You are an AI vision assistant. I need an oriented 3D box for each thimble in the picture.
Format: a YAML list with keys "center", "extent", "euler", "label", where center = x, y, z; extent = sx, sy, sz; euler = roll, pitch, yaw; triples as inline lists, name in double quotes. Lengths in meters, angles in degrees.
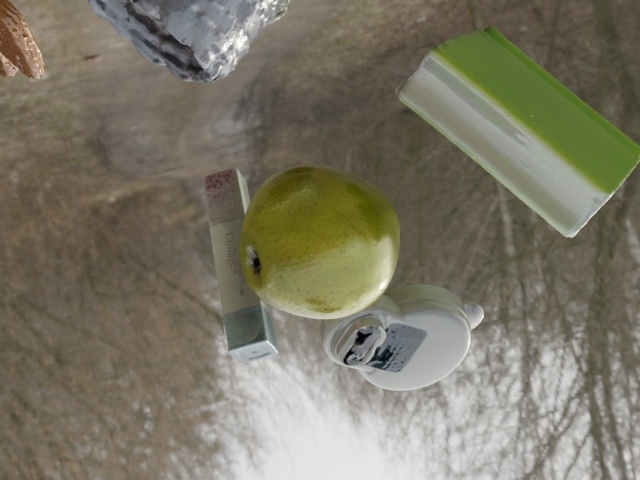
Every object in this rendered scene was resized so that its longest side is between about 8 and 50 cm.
- center: [-0.172, -0.313, 1.117]
  extent: [0.172, 0.236, 0.205]
  euler: [-55, -155, -15]
  label: "thimble"

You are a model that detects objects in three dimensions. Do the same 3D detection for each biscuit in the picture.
- center: [-0.431, -0.277, 1.246]
  extent: [0.192, 0.186, 0.036]
  euler: [32, -114, 30]
  label: "biscuit"

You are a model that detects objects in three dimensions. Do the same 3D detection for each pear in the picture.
- center: [0.001, 0.000, 1.110]
  extent: [0.198, 0.198, 0.198]
  euler: [-15, -179, 0]
  label: "pear"

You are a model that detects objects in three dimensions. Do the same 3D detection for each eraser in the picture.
- center: [0.253, -0.146, 1.145]
  extent: [0.210, 0.274, 0.092]
  euler: [-34, 162, -53]
  label: "eraser"

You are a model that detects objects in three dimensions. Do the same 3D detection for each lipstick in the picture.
- center: [-0.131, 0.036, 1.485]
  extent: [0.066, 0.317, 0.068]
  euler: [-17, 151, 8]
  label: "lipstick"

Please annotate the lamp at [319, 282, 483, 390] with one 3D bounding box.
- center: [0.108, 0.129, 1.344]
  extent: [0.246, 0.179, 0.108]
  euler: [13, -149, -30]
  label: "lamp"

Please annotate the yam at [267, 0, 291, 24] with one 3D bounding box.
- center: [-0.136, -0.479, 1.558]
  extent: [0.195, 0.195, 0.300]
  euler: [-15, -149, -3]
  label: "yam"
